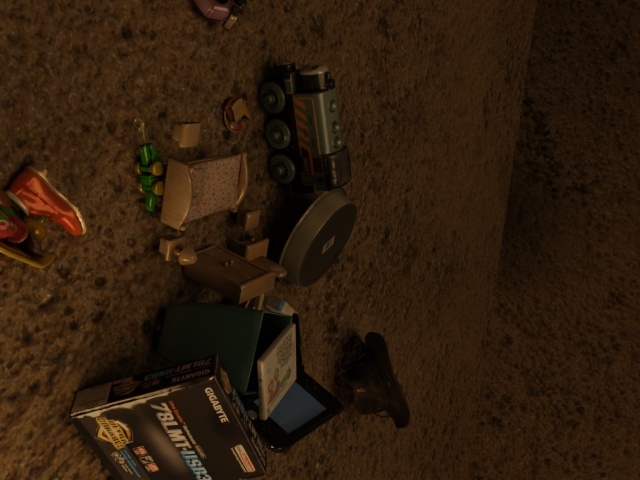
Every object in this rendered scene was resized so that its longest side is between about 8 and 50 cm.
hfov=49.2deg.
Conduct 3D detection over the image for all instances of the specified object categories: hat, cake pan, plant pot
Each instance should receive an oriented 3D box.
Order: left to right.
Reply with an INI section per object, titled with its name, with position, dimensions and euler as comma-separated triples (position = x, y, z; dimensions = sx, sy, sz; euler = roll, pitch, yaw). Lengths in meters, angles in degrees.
[plant pot]
position = -0.209, 0.210, 1.471
dimensions = 0.165, 0.234, 0.165
euler = 28, 74, -70
[cake pan]
position = 0.000, 0.000, 1.800
dimensions = 0.293, 0.054, 0.293
euler = -48, 159, -26
[hat]
position = 0.145, 0.433, 2.096
dimensions = 0.134, 0.331, 0.331
euler = -15, 115, -10

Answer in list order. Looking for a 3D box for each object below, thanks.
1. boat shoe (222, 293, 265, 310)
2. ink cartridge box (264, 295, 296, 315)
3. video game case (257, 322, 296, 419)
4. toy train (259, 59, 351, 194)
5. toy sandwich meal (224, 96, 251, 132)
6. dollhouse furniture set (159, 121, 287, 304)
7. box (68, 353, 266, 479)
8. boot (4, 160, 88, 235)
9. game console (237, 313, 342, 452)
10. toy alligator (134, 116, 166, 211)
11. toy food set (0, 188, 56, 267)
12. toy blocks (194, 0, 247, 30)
[boat shoe]
position = -0.210, 0.187, 1.608
dimensions = 0.095, 0.095, 0.257
euler = 37, 66, -46
[ink cartridge box]
position = -0.102, 0.177, 1.800
dimensions = 0.083, 0.048, 0.028
euler = 49, 57, -48
[video game case]
position = -0.089, 0.270, 1.454
dimensions = 0.157, 0.019, 0.143
euler = -45, 140, -58
[toy train]
position = -0.030, -0.267, 1.692
dimensions = 0.142, 0.190, 0.334
euler = -33, 123, -49
[toy sandwich meal]
position = -0.188, -0.287, 1.598
dimensions = 0.085, 0.029, 0.085
euler = -16, 109, -54
[dollhouse furniture set]
position = -0.162, -0.071, 1.473
dimensions = 0.303, 0.174, 0.355
euler = -22, 131, -53
[box]
position = -0.287, 0.378, 1.368
dimensions = 0.073, 0.293, 0.295
euler = -93, 167, -56
[boot]
position = -0.474, -0.052, 1.208
dimensions = 0.084, 0.059, 0.158
euler = -56, 130, -28
[game console]
position = -0.086, 0.347, 1.761
dimensions = 0.293, 0.250, 0.173
euler = -18, 138, -53
[toy alligator]
position = -0.333, -0.153, 1.389
dimensions = 0.051, 0.056, 0.189
euler = -24, 116, -52
[toy food set]
position = -0.488, -0.030, 1.088
dimensions = 0.071, 0.128, 0.218
euler = -52, 159, -4
[toy blocks]
position = -0.193, -0.660, 1.400
dimensions = 0.260, 0.309, 0.288
euler = 28, 57, -20
